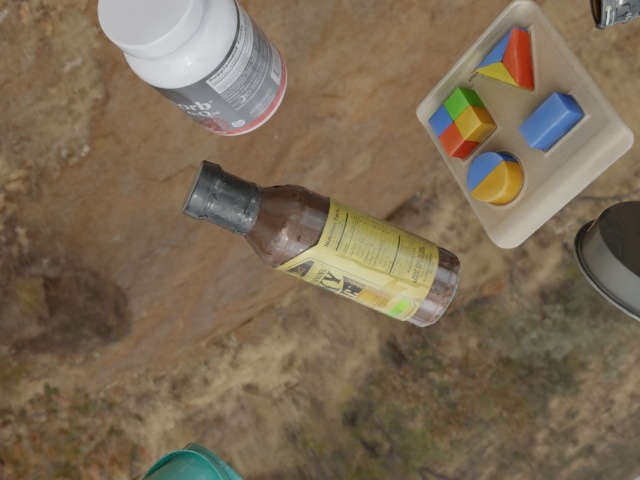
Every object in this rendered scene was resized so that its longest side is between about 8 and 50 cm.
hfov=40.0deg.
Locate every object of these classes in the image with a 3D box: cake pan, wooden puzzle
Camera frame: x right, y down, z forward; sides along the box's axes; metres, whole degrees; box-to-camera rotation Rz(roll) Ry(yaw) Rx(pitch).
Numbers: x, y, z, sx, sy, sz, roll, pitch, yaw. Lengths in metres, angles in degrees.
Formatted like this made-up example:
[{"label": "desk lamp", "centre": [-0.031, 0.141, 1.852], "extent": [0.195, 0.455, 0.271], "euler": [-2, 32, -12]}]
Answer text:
[{"label": "cake pan", "centre": [0.540, 0.034, 1.353], "extent": [0.293, 0.293, 0.054], "euler": [-18, 137, -35]}, {"label": "wooden puzzle", "centre": [0.337, -0.209, 1.575], "extent": [0.080, 0.348, 0.322], "euler": [-1, 144, -45]}]

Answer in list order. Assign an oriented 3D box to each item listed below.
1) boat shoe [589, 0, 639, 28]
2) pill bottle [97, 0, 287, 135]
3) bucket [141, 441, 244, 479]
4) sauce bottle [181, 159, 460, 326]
[{"label": "boat shoe", "centre": [0.372, -0.404, 1.201], "extent": [0.079, 0.233, 0.084], "euler": [-21, 178, 9]}, {"label": "pill bottle", "centre": [-0.214, -0.335, 1.520], "extent": [0.210, 0.210, 0.363], "euler": [-36, 157, 8]}, {"label": "bucket", "centre": [-0.199, 0.475, 1.420], "extent": [0.183, 0.281, 0.281], "euler": [-42, 165, -27]}, {"label": "sauce bottle", "centre": [0.000, 0.000, 1.081], "extent": [0.344, 0.111, 0.111], "euler": [23, 136, -11]}]
